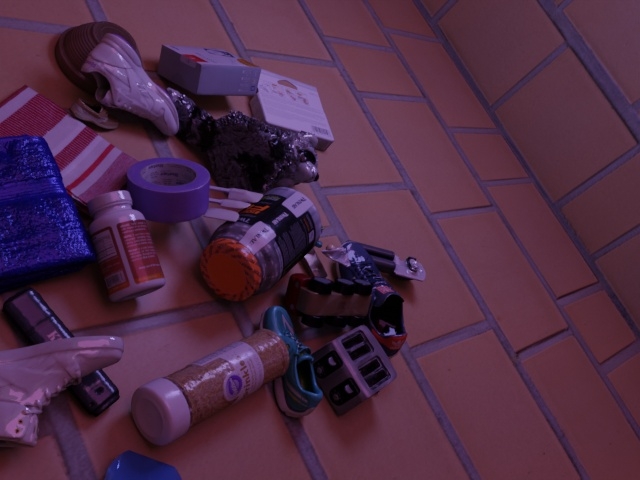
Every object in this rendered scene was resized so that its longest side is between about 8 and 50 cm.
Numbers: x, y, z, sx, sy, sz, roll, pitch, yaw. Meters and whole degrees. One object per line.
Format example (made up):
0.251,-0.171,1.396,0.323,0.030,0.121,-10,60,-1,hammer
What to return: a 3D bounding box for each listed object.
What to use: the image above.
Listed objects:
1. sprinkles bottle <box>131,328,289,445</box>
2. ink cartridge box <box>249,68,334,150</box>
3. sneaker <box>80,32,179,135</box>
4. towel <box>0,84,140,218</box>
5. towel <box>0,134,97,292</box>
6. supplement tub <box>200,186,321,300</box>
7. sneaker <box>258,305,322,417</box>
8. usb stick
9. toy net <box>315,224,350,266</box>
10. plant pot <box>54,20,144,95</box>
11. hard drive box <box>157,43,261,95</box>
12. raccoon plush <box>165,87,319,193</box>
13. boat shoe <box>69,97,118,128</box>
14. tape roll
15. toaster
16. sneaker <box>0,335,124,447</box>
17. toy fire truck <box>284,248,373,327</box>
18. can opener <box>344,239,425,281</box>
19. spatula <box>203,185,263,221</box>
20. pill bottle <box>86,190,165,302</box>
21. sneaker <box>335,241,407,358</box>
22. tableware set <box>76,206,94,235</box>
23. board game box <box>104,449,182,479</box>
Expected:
-0.217,0.293,1.424,0.355,0.121,0.121,-21,73,-51,sprinkles bottle
-0.103,-0.424,2.212,0.275,0.060,0.239,10,51,-38,ink cartridge box
-0.480,-0.363,1.728,0.152,0.114,0.305,-53,132,-20,sneaker
-0.584,-0.209,1.555,0.329,0.037,0.237,36,34,-12,towel
-0.599,-0.065,1.356,0.227,0.076,0.308,-19,77,-36,towel
-0.144,0.008,1.685,0.193,0.193,0.316,47,37,-1,supplement tub
-0.060,0.271,1.606,0.107,0.110,0.275,4,55,-42,sneaker
-0.488,0.208,1.295,0.278,0.045,0.077,50,39,1,usb stick
0.000,0.000,1.871,0.122,0.045,0.232,15,15,-44,toy net
-0.554,-0.487,1.786,0.237,0.109,0.237,26,44,-27,plant pot
-0.317,-0.487,1.974,0.181,0.089,0.232,32,28,31,hard drive box
-0.192,-0.305,1.920,0.446,0.216,0.299,49,30,2,raccoon plush
-0.543,-0.310,1.674,0.050,0.045,0.135,49,20,27,boat shoe
-0.352,-0.119,1.594,0.188,0.080,0.189,6,30,-3,tape roll
0.083,0.318,1.704,0.185,0.110,0.168,-18,72,-50,toaster
-0.475,0.267,1.178,0.292,0.108,0.169,-10,66,-20,sneaker
-0.011,0.112,1.793,0.217,0.159,0.246,5,12,-41,toy fire truck
0.190,0.074,2.054,0.280,0.093,0.074,18,44,-22,can opener
-0.279,-0.099,1.678,0.241,0.019,0.168,9,34,18,spatula
-0.414,0.011,1.442,0.121,0.121,0.216,-13,82,-49,pill bottle
0.151,0.139,1.865,0.131,0.148,0.350,-12,66,-25,sneaker
-0.489,-0.072,1.559,0.141,0.020,0.168,53,37,6,tableware set
-0.324,0.463,1.247,0.168,0.033,0.133,32,35,-28,board game box
